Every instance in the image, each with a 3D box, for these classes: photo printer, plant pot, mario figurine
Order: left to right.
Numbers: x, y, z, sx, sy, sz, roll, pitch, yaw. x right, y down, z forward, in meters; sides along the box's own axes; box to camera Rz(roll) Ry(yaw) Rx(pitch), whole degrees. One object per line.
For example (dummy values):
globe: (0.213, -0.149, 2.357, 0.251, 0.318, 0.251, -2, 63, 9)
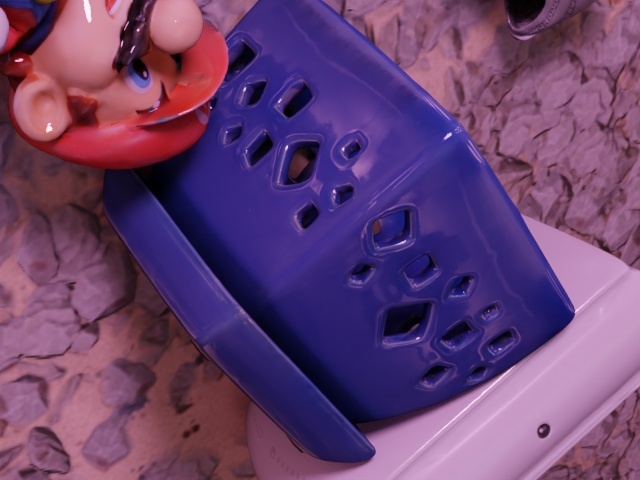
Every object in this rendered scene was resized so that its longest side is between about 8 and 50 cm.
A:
mario figurine: (-0.143, -0.166, 0.790, 0.198, 0.170, 0.320, -45, 134, -7)
plant pot: (0.000, 0.000, 0.972, 0.212, 0.236, 0.236, -40, 136, -1)
photo printer: (0.088, 0.114, 1.100, 0.307, 0.256, 0.107, -40, 116, -8)

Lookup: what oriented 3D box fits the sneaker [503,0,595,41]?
sneaker: (0.139, -0.245, 1.000, 0.115, 0.105, 0.281, -44, 135, -3)
